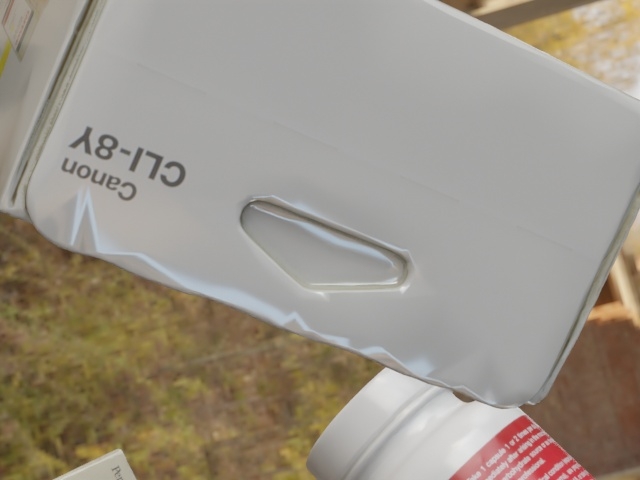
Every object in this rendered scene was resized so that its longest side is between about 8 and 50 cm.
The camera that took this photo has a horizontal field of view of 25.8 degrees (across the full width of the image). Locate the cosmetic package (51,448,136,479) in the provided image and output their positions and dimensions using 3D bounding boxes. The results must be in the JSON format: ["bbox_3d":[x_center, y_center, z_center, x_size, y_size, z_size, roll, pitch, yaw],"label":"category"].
[{"bbox_3d":[-0.269,0.305,1.097,0.160,0.309,0.113,61,-31,6],"label":"cosmetic package"}]

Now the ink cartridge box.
[{"bbox_3d":[-0.030,-0.084,0.769,0.160,0.279,0.385,-66,-158,9],"label":"ink cartridge box"}]

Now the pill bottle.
[{"bbox_3d":[0.185,0.309,1.400,0.407,0.229,0.229,44,0,17],"label":"pill bottle"}]
